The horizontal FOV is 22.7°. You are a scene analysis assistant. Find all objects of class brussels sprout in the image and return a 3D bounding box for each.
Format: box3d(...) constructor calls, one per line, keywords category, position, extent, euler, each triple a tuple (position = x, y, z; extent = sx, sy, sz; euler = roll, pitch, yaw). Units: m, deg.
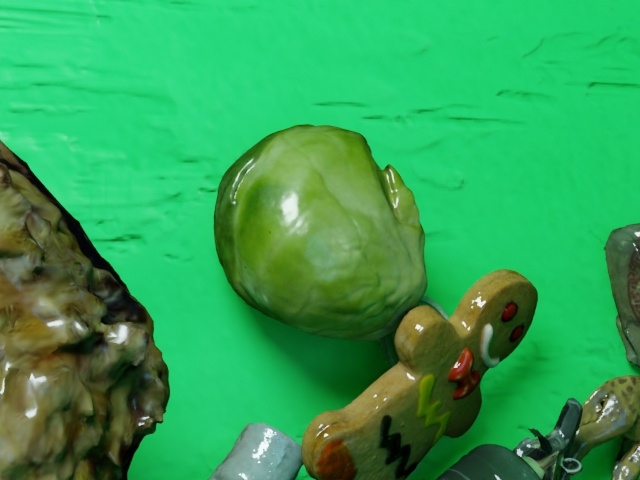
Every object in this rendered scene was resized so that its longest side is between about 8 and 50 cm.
box3d(category="brussels sprout", position=(-0.006, 0.003, 1.241), extent=(0.145, 0.131, 0.183), euler=(-29, 97, -41))

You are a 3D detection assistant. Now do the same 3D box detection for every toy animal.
box3d(category="toy animal", position=(0.306, 0.164, 1.407), extent=(0.275, 0.054, 0.149), euler=(-37, 106, -19))

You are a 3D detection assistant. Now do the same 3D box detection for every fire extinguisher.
box3d(category="fire extinguisher", position=(0.097, 0.248, 1.293), extent=(0.311, 0.095, 0.114), euler=(-35, 139, -19))

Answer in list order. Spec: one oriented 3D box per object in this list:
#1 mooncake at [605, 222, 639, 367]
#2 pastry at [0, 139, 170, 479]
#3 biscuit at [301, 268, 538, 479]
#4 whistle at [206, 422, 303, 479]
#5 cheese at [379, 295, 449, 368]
box3d(category="mooncake", position=(0.316, 0.040, 1.400), extent=(0.125, 0.073, 0.130), euler=(-17, 95, -20))
box3d(category="pastry", position=(-0.299, 0.059, 1.040), extent=(0.405, 0.292, 0.337), euler=(21, 73, -10))
box3d(category="biscuit", position=(0.090, 0.121, 1.281), extent=(0.250, 0.036, 0.165), euler=(-43, 142, -15))
box3d(category="whistle", position=(-0.119, 0.294, 1.198), extent=(0.346, 0.142, 0.134), euler=(-58, 147, -23))
box3d(category="cheese", position=(0.074, 0.065, 1.323), extent=(0.067, 0.026, 0.121), euler=(-22, 91, -20))
